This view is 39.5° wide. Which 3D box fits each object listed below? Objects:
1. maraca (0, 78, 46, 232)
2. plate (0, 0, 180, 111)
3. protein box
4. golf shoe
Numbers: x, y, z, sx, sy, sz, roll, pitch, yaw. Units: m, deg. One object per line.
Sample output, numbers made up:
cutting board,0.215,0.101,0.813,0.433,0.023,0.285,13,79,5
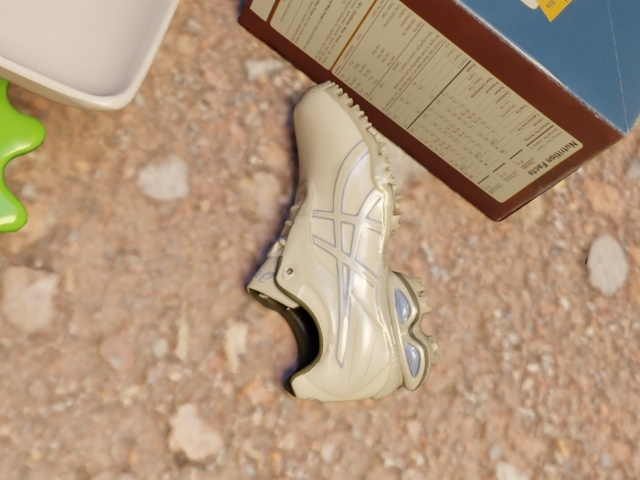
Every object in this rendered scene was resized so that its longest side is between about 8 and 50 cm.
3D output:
maraca,-0.221,-0.049,0.396,0.186,0.099,0.127,12,81,-18
plate,-0.188,-0.189,0.441,0.278,0.045,0.277,23,47,-10
protein box,0.101,-0.160,0.513,0.201,0.136,0.199,38,66,-4
golf shoe,0.000,0.000,0.473,0.086,0.069,0.176,-11,76,-14
